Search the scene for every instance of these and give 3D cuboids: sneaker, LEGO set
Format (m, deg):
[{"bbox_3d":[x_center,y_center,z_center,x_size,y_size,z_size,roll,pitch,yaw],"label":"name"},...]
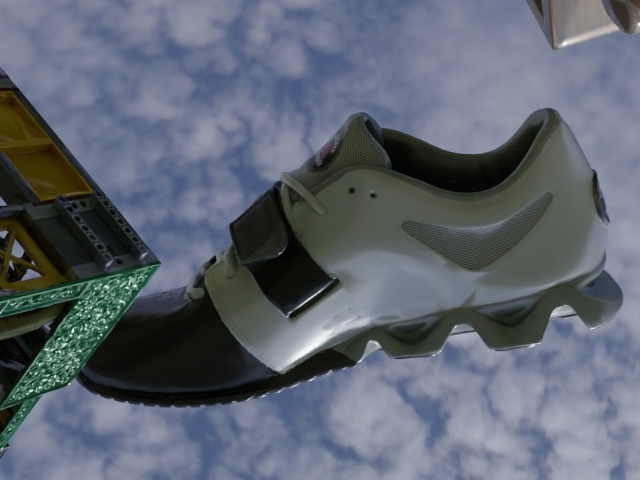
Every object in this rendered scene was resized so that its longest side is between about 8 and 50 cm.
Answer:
[{"bbox_3d":[0.000,0.000,0.642,0.331,0.146,0.122,-13,-158,4],"label":"sneaker"},{"bbox_3d":[-0.253,0.035,0.507,0.192,0.331,0.255,49,-143,16],"label":"LEGO set"}]

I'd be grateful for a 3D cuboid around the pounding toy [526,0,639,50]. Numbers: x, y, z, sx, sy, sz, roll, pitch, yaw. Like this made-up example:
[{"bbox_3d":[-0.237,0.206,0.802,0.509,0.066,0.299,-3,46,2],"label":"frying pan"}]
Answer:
[{"bbox_3d":[0.127,-0.167,0.439,0.094,0.181,0.206,-18,-126,2],"label":"pounding toy"}]
